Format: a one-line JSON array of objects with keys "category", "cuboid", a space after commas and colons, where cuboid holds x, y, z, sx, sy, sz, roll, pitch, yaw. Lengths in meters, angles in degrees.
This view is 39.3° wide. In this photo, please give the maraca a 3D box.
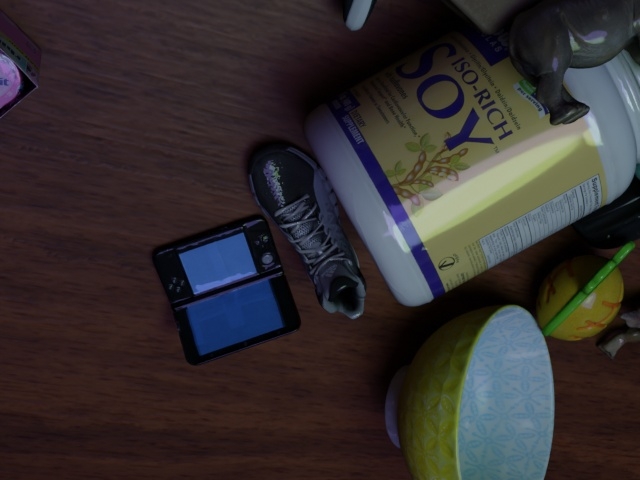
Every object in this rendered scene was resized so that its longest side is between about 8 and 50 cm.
[{"category": "maraca", "cuboid": [0.343, 0.064, 1.155, 0.127, 0.099, 0.185, -41, 165, -31]}]

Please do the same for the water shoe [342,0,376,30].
[{"category": "water shoe", "cuboid": [0.029, -0.315, 0.896, 0.080, 0.073, 0.203, 11, 117, 6]}]

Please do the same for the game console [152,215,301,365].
[{"category": "game console", "cuboid": [-0.110, 0.058, 1.055, 0.144, 0.085, 0.124, -19, 123, -5]}]

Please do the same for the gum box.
[{"category": "gum box", "cuboid": [-0.360, -0.129, 0.863, 0.188, 0.107, 0.062, -38, 122, 8]}]

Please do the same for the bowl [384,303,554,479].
[{"category": "bowl", "cuboid": [0.179, 0.225, 1.173, 0.156, 0.289, 0.289, -1, 133, 37]}]

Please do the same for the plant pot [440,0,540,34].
[{"category": "plant pot", "cuboid": [0.173, -0.318, 0.802, 0.263, 0.263, 0.229, 33, 105, -29]}]

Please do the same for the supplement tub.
[{"category": "supplement tub", "cuboid": [0.175, -0.105, 0.946, 0.331, 0.241, 0.241, -30, 123, 3]}]

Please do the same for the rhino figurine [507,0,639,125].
[{"category": "rhino figurine", "cuboid": [0.274, -0.195, 0.799, 0.243, 0.073, 0.106, -29, 83, -12]}]

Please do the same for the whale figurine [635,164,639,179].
[{"category": "whale figurine", "cuboid": [0.455, -0.095, 0.977, 0.216, 0.141, 0.272, -9, 114, 13]}]

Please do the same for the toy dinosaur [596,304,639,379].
[{"category": "toy dinosaur", "cuboid": [0.529, 0.140, 1.264, 0.296, 0.127, 0.200, 39, 97, -18]}]

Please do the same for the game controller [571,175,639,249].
[{"category": "game controller", "cuboid": [0.439, -0.110, 1.090, 0.319, 0.067, 0.166, -30, 110, 21]}]

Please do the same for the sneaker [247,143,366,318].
[{"category": "sneaker", "cuboid": [0.000, 0.000, 1.022, 0.086, 0.132, 0.228, -31, 123, 4]}]
